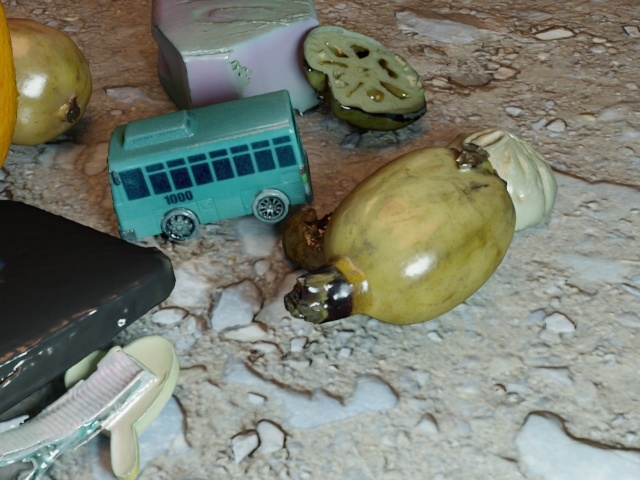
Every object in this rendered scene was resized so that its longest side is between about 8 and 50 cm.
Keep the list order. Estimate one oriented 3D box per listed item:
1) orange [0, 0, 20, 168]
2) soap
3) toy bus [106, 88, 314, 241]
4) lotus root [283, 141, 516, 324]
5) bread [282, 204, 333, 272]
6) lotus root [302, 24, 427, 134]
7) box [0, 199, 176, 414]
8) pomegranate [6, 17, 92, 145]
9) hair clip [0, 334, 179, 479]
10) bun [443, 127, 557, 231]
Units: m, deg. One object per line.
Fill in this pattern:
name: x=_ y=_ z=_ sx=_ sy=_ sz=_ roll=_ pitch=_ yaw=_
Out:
orange: x=-0.547 y=-0.203 z=1.289 sx=0.326 sy=0.424 sz=0.424 roll=2 pitch=31 yaw=-31
soap: x=-0.136 y=-0.334 z=1.679 sx=0.261 sy=0.156 sz=0.446 roll=-4 pitch=37 yaw=-4
toy bus: x=-0.147 y=-0.098 z=1.345 sx=0.256 sy=0.147 sz=0.128 roll=-11 pitch=33 yaw=2
lotus root: x=0.091 y=0.009 z=1.186 sx=0.183 sy=0.182 sz=0.310 roll=29 pitch=48 yaw=35
bread: x=0.000 y=0.000 z=1.291 sx=0.113 sy=0.060 sz=0.082 roll=23 pitch=40 yaw=27
lotus root: x=0.053 y=-0.226 z=1.557 sx=0.204 sy=0.078 sz=0.183 roll=14 pitch=46 yaw=-23
box: x=-0.383 y=0.076 z=1.135 sx=0.350 sy=0.091 sz=0.359 roll=17 pitch=39 yaw=39
pomegranate: x=-0.427 y=-0.234 z=1.526 sx=0.191 sy=0.191 sz=0.191 roll=-1 pitch=36 yaw=1
hair clip: x=-0.226 y=0.175 z=1.050 sx=0.159 sy=0.071 sz=0.218 roll=33 pitch=54 yaw=32
bun: x=0.228 y=-0.090 z=1.373 sx=0.183 sy=0.102 sz=0.183 roll=1 pitch=38 yaw=-1
